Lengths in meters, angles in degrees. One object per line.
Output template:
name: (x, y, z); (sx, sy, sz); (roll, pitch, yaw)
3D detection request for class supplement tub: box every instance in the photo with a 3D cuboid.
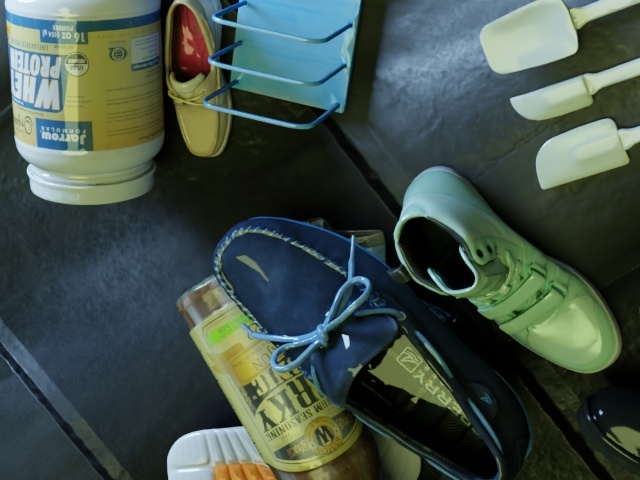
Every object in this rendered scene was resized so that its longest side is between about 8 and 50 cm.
supplement tub: (-0.223, -0.148, 1.146); (0.144, 0.144, 0.200); (7, 112, 16)

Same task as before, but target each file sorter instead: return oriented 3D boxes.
file sorter: (-0.033, -0.199, 1.084); (0.118, 0.104, 0.170); (14, 114, 13)

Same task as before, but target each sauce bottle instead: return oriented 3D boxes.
sauce bottle: (-0.014, 0.180, 1.182); (0.111, 0.111, 0.344); (-36, 83, 27)

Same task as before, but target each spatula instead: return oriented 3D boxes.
spatula: (0.276, -0.154, 1.041); (0.242, 0.019, 0.168); (-18, 102, 25)

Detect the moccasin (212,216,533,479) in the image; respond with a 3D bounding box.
moccasin: (0.049, 0.092, 1.069); (0.342, 0.117, 0.138); (32, 108, 5)

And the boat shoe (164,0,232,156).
boat shoe: (-0.125, -0.158, 1.156); (0.063, 0.059, 0.170); (2, 111, 18)

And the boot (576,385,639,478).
boot: (0.382, 0.138, 1.059); (0.246, 0.094, 0.207); (25, 120, 1)

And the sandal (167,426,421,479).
sandal: (-0.027, 0.246, 1.269); (0.265, 0.076, 0.102); (-2, 85, 0)

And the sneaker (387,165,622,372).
sneaker: (0.164, 0.051, 1.085); (0.256, 0.151, 0.094); (42, 116, -1)

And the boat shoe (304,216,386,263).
boat shoe: (0.000, 0.000, 1.183); (0.135, 0.050, 0.045); (7, 106, 9)

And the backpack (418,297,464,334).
backpack: (0.064, 0.099, 1.175); (0.114, 0.084, 0.105); (30, 113, 11)
